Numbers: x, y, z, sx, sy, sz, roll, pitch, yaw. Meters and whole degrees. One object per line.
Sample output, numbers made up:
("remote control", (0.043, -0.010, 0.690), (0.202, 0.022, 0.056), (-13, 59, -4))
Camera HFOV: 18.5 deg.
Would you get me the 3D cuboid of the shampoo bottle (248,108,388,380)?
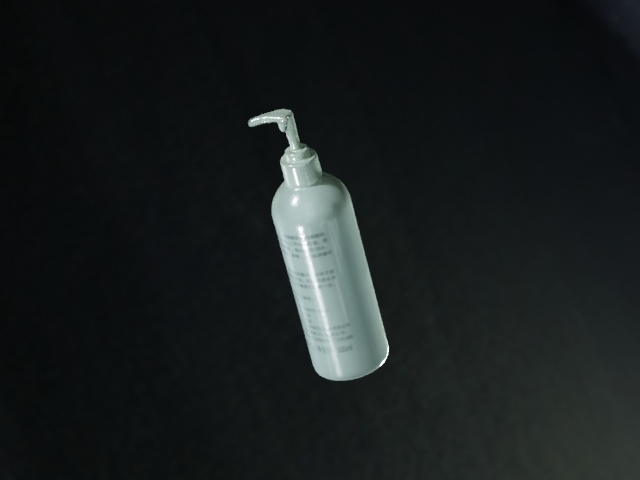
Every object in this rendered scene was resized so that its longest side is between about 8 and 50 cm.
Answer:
("shampoo bottle", (0.000, 0.000, 1.307), (0.056, 0.056, 0.195), (-59, -38, -52))
